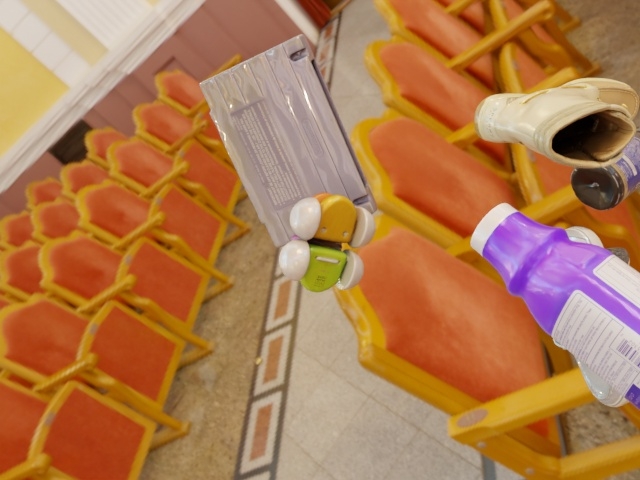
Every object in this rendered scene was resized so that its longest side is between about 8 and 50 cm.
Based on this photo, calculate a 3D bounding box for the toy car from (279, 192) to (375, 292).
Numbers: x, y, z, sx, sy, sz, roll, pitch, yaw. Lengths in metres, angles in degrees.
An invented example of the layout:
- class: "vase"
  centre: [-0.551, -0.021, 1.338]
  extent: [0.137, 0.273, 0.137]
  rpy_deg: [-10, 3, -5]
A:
- class: "toy car"
  centre: [0.000, 0.000, 1.240]
  extent: [0.136, 0.159, 0.182]
  rpy_deg: [27, 104, 61]

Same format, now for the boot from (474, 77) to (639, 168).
- class: "boot"
  centre: [0.376, -0.166, 0.944]
  extent: [0.261, 0.095, 0.203]
  rpy_deg: [-7, 20, -15]

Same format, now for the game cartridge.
- class: "game cartridge"
  centre: [-0.062, -0.180, 1.299]
  extent: [0.230, 0.355, 0.068]
  rpy_deg: [-18, 14, 24]

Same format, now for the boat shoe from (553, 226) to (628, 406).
- class: "boat shoe"
  centre: [0.320, 0.099, 0.841]
  extent: [0.081, 0.228, 0.079]
  rpy_deg: [-12, -4, -23]

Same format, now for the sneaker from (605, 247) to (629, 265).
- class: "sneaker"
  centre: [0.694, 0.122, 1.642]
  extent: [0.084, 0.097, 0.235]
  rpy_deg: [5, 51, 34]

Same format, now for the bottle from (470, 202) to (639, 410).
- class: "bottle"
  centre: [0.287, 0.066, 0.726]
  extent: [0.092, 0.118, 0.283]
  rpy_deg: [-33, 57, -23]

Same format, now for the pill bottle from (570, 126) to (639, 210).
- class: "pill bottle"
  centre: [0.667, -0.167, 1.504]
  extent: [0.219, 0.123, 0.122]
  rpy_deg: [-33, 18, -26]
